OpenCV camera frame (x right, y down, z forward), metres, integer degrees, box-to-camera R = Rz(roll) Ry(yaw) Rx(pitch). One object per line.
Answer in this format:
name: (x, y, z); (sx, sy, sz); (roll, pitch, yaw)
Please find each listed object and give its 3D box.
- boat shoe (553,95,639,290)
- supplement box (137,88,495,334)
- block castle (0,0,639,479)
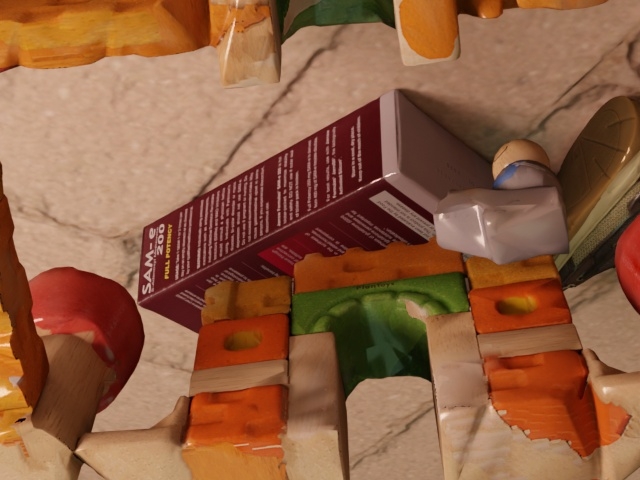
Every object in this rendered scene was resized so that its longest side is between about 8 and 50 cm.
boat shoe: (0.186, -0.009, 0.962); (0.073, 0.080, 0.223); (14, 140, -13)
supplement box: (0.000, 0.000, 0.976); (0.239, 0.073, 0.130); (-26, 138, 32)
block castle: (0.022, -0.040, 0.742); (0.453, 0.213, 0.303); (-7, 114, 3)
